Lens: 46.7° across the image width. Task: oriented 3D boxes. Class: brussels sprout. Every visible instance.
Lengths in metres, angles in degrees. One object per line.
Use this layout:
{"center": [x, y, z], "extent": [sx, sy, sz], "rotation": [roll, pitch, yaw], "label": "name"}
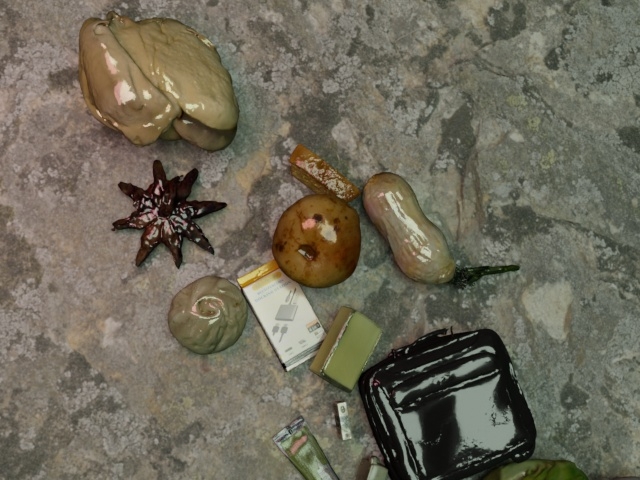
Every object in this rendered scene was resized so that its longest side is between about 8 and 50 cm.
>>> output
{"center": [0.502, 0.624, 1.675], "extent": [0.294, 0.227, 0.259], "rotation": [22, 64, 1], "label": "brussels sprout"}

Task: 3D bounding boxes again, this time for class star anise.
{"center": [-0.342, -0.059, 1.678], "extent": [0.271, 0.102, 0.272], "rotation": [1, 85, -10], "label": "star anise"}

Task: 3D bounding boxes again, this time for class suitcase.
{"center": [0.285, 0.382, 1.700], "extent": [0.345, 0.188, 0.339], "rotation": [-19, 80, -11], "label": "suitcase"}

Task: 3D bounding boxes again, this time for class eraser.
{"center": [0.059, 0.250, 1.708], "extent": [0.117, 0.058, 0.172], "rotation": [37, 75, -35], "label": "eraser"}

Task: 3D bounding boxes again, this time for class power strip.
{"center": [0.083, 0.627, 1.668], "extent": [0.048, 0.080, 0.286], "rotation": [22, 79, -8], "label": "power strip"}

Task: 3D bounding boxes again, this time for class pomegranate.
{"center": [0.000, 0.000, 1.683], "extent": [0.215, 0.215, 0.215], "rotation": [1, 82, -10], "label": "pomegranate"}

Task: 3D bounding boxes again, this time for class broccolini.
{"center": [0.403, 0.089, 1.819], "extent": [0.201, 0.074, 0.058], "rotation": [2, 118, -21], "label": "broccolini"}

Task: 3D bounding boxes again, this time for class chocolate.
{"center": [0.206, -0.023, 1.758], "extent": [0.134, 0.134, 0.309], "rotation": [-35, 89, -13], "label": "chocolate"}

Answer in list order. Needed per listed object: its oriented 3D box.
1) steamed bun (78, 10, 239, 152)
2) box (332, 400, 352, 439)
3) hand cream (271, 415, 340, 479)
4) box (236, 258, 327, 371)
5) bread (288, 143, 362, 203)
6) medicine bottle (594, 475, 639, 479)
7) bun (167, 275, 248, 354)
{"center": [-0.368, -0.331, 1.637], "extent": [0.372, 0.230, 0.325], "rotation": [8, 55, -39], "label": "steamed bun"}
{"center": [0.049, 0.413, 1.705], "extent": [0.024, 0.054, 0.083], "rotation": [-7, 83, -16], "label": "box"}
{"center": [-0.008, 0.520, 1.687], "extent": [0.086, 0.055, 0.235], "rotation": [-35, 82, -15], "label": "hand cream"}
{"center": [-0.085, 0.170, 1.726], "extent": [0.129, 0.033, 0.247], "rotation": [-29, 88, -13], "label": "box"}
{"center": [0.005, -0.148, 1.752], "extent": [0.187, 0.103, 0.065], "rotation": [36, 77, -5], "label": "bread"}
{"center": [0.725, 0.633, 1.750], "extent": [0.143, 0.147, 0.147], "rotation": [5, 81, -6], "label": "medicine bottle"}
{"center": [-0.248, 0.169, 1.662], "extent": [0.183, 0.102, 0.183], "rotation": [1, 85, -11], "label": "bun"}
